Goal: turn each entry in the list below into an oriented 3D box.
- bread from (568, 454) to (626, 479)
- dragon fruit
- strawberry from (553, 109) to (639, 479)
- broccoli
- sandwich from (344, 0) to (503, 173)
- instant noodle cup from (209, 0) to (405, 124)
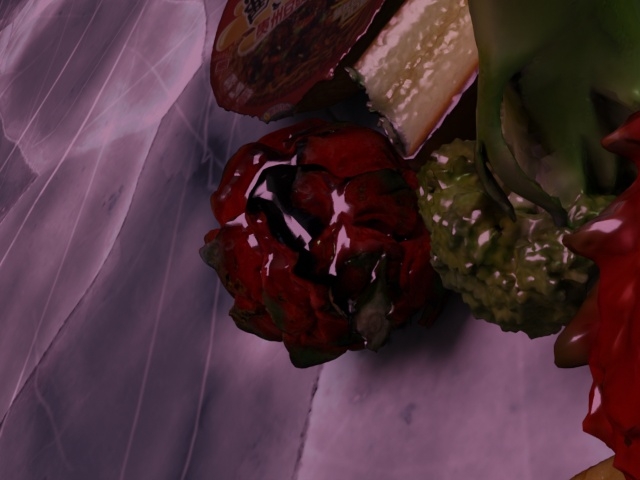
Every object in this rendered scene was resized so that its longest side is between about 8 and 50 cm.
[{"bbox_3d":[0.154,0.190,0.554,0.149,0.065,0.187,-22,51,59],"label":"bread"},{"bbox_3d":[0.004,-0.001,0.808,0.189,0.182,0.182,-13,55,48],"label":"dragon fruit"},{"bbox_3d":[0.246,0.049,0.327,0.292,0.292,0.343,-52,42,13],"label":"strawberry"},{"bbox_3d":[0.173,-0.091,0.578,0.254,0.302,0.186,-30,64,-20],"label":"broccoli"},{"bbox_3d":[0.135,-0.146,0.754,0.235,0.128,0.122,-50,49,13],"label":"sandwich"},{"bbox_3d":[0.020,-0.209,1.019,0.274,0.091,0.274,-34,41,36],"label":"instant noodle cup"}]
